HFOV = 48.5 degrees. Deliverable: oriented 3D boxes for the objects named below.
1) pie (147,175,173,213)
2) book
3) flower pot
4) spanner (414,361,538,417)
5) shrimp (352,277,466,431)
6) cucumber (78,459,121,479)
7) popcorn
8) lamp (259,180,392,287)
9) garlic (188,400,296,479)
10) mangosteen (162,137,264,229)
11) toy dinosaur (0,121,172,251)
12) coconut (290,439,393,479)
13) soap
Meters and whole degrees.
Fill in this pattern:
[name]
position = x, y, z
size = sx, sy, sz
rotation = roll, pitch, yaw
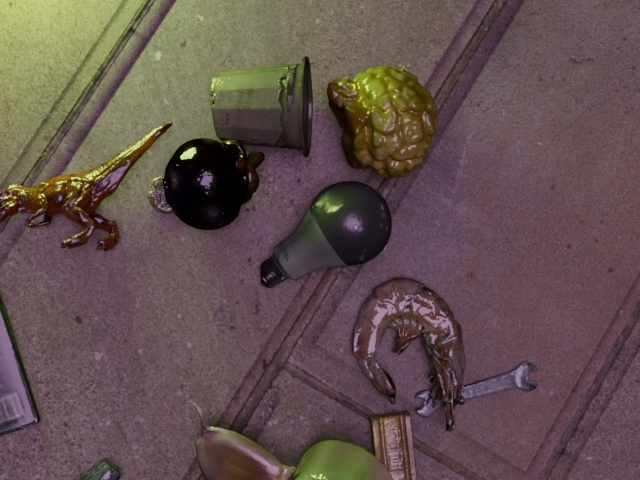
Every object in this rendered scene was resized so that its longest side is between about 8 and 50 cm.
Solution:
[pie]
position = -0.340, -0.102, 1.553
size = 0.085, 0.017, 0.085
rotation = 0, 88, -7
[book]
position = -0.771, 0.248, 1.485
size = 0.261, 0.043, 0.370
rotation = -17, 92, -9
[flower pot]
position = -0.121, -0.277, 1.503
size = 0.203, 0.212, 0.212
rotation = -3, 89, 3
[spanner]
position = 0.358, 0.340, 1.621
size = 0.302, 0.017, 0.071
rotation = -12, 89, -7
[shrimp]
position = 0.207, 0.259, 1.575
size = 0.247, 0.085, 0.360
rotation = -21, 84, -2
[cucumber]
position = -0.477, 0.516, 1.499
size = 0.112, 0.064, 0.064
rotation = -42, 93, -6
[popcorn]
position = 0.126, -0.261, 1.526
size = 0.252, 0.206, 0.236
rotation = 16, 101, 6
[lamp]
position = 0.001, -0.018, 1.535
size = 0.314, 0.182, 0.181
rotation = -17, 90, 18
[garlic]
position = -0.196, 0.458, 1.497
size = 0.267, 0.128, 0.148
rotation = 31, 90, -3
[mangosteen]
position = -0.214, -0.125, 1.490
size = 0.231, 0.194, 0.194
rotation = -18, 91, -19
[toy dinosaur]
position = -0.486, -0.083, 1.502
size = 0.433, 0.097, 0.208
rotation = -20, 81, -10
[coconut]
position = 0.038, 0.528, 1.487
size = 0.205, 0.236, 0.236
rotation = 40, 85, 3
[soap]
position = 0.168, 0.513, 1.585
size = 0.092, 0.037, 0.251
rotation = -6, 90, -5
